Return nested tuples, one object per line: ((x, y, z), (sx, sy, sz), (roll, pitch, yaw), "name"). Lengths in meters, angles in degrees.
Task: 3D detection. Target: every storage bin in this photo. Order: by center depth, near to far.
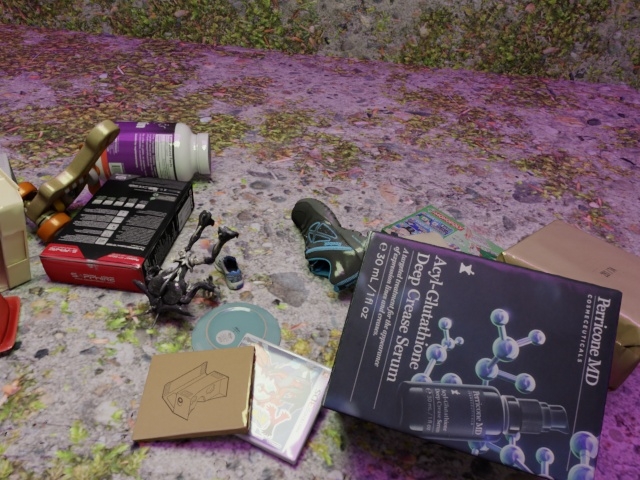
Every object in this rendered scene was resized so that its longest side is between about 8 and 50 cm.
((-0.750, -0.052, 0.985), (0.260, 0.262, 0.123), (40, 42, 16), "storage bin")

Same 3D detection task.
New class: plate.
((-0.178, 0.194, 0.975), (0.188, 0.024, 0.188), (4, 39, -3), "plate")

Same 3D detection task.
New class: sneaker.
((-0.222, 0.055, 1.116), (0.052, 0.058, 0.135), (-19, 44, -28), "sneaker")
((0.000, 0.000, 1.162), (0.139, 0.125, 0.341), (-39, 40, -11), "sneaker")

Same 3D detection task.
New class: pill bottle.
((-0.499, -0.264, 1.384), (0.323, 0.181, 0.181), (-1, 39, -9), "pill bottle")

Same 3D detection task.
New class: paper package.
((0.566, 0.117, 1.009), (0.325, 0.168, 0.309), (-19, 44, -42), "paper package")

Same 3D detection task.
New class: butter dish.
((-0.693, 0.145, 0.895), (0.160, 0.118, 0.160), (-11, 41, -18), "butter dish")

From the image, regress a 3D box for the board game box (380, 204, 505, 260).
((0.346, 0.027, 1.232), (0.213, 0.046, 0.317), (-24, 47, -33), "board game box")

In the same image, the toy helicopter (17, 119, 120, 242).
((-0.609, -0.171, 1.168), (0.140, 0.355, 0.235), (45, 23, -9), "toy helicopter")

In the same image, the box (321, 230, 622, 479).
((0.237, 0.188, 0.782), (0.395, 0.212, 0.293), (14, 78, 11), "box")

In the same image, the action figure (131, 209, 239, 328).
((-0.294, 0.076, 1.024), (0.164, 0.141, 0.276), (27, 69, 14), "action figure")

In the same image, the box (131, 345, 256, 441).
((-0.222, 0.273, 0.831), (0.201, 0.021, 0.164), (-6, 43, 3), "box")

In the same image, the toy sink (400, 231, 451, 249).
((0.240, 0.112, 1.045), (0.152, 0.131, 0.234), (-8, 45, -17), "toy sink")

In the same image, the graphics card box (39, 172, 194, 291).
((-0.490, -0.035, 1.168), (0.232, 0.094, 0.371), (6, 39, 1), "graphics card box")

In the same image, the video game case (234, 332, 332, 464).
((-0.096, 0.282, 0.851), (0.201, 0.023, 0.183), (18, 49, 16), "video game case")

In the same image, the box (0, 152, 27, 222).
((-0.852, -0.131, 1.214), (0.091, 0.130, 0.170), (-17, 43, -27), "box")
